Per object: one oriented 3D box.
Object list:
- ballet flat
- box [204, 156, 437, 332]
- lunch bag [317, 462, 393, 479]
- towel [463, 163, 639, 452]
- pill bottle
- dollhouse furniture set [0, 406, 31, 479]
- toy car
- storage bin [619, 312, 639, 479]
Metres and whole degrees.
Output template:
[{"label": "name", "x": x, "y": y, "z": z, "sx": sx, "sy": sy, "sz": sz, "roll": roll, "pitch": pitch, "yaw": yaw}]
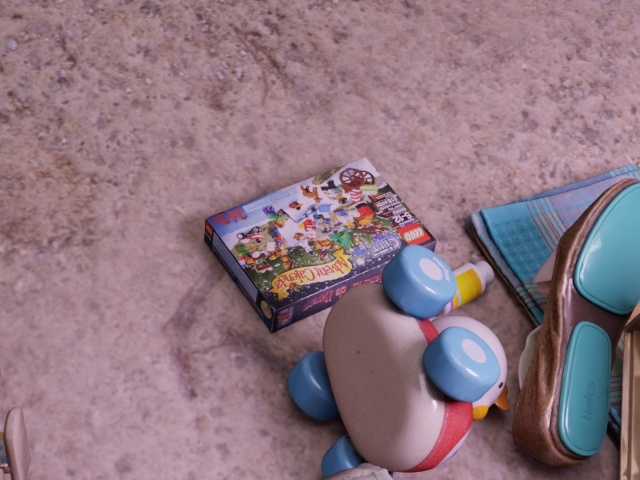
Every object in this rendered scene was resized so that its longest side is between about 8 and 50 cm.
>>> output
[{"label": "ballet flat", "x": 0.282, "y": 0.088, "z": 1.436, "sx": 0.116, "sy": 0.124, "sz": 0.342, "roll": 28, "pitch": 67, "yaw": -26}, {"label": "box", "x": 0.000, "y": 0.000, "z": 1.554, "sx": 0.233, "sy": 0.044, "sz": 0.159, "roll": -23, "pitch": 56, "yaw": -26}, {"label": "lunch bag", "x": -0.054, "y": 0.320, "z": 1.103, "sx": 0.235, "sy": 0.287, "sz": 0.169, "roll": -14, "pitch": 52, "yaw": -21}, {"label": "towel", "x": 0.376, "y": 0.067, "z": 1.558, "sx": 0.271, "sy": 0.040, "sz": 0.370, "roll": -15, "pitch": 53, "yaw": -20}, {"label": "pill bottle", "x": 0.166, "y": 0.054, "z": 1.532, "sx": 0.083, "sy": 0.043, "sz": 0.043, "roll": -26, "pitch": 57, "yaw": -27}, {"label": "dollhouse furniture set", "x": -0.395, "y": 0.161, "z": 1.248, "sx": 0.212, "sy": 0.161, "sz": 0.242, "roll": 3, "pitch": 41, "yaw": 1}, {"label": "toy car", "x": 0.132, "y": 0.151, "z": 1.376, "sx": 0.238, "sy": 0.219, "sz": 0.210, "roll": 11, "pitch": 41, "yaw": -39}, {"label": "storage bin", "x": 0.413, "y": 0.163, "z": 1.303, "sx": 0.123, "sy": 0.262, "sz": 0.260, "roll": 15, "pitch": 59, "yaw": -8}]
